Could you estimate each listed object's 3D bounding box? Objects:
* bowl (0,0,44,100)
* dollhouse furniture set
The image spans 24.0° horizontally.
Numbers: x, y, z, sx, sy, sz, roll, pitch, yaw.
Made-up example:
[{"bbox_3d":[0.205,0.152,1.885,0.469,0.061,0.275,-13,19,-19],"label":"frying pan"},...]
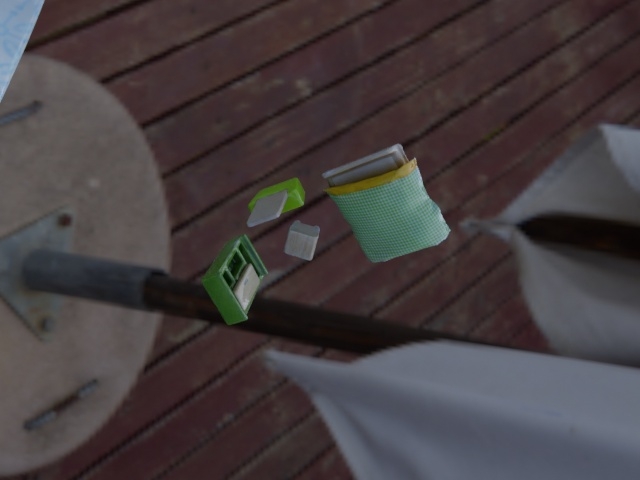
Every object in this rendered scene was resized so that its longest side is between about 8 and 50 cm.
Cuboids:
[{"bbox_3d":[-0.272,-0.115,0.872,0.156,0.289,0.289,25,69,-8],"label":"bowl"},{"bbox_3d":[0.000,0.000,0.965,0.076,0.151,0.058,61,25,-21],"label":"dollhouse furniture set"}]
